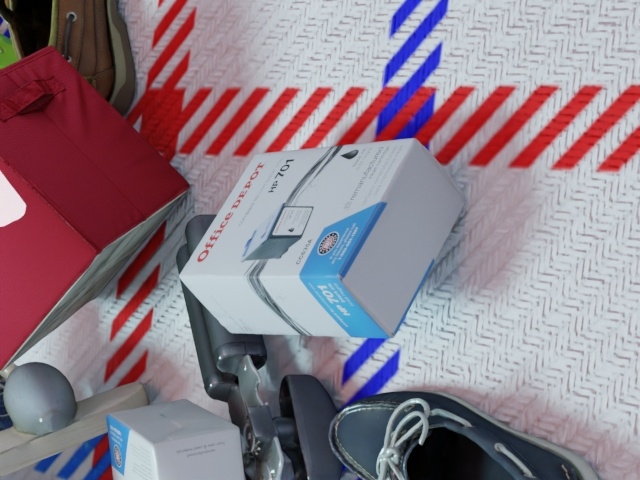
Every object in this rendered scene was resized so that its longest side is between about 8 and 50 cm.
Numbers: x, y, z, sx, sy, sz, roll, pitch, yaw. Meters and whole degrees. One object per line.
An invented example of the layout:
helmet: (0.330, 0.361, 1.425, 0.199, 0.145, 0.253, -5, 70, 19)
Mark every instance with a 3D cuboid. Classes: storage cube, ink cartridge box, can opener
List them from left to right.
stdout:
storage cube: (-0.273, -0.032, 1.458, 0.193, 0.183, 0.215, 45, 121, 1)
ink cartridge box: (-0.113, 0.261, 1.313, 0.134, 0.078, 0.231, -167, 70, -65)
can opener: (-0.052, 0.100, 1.344, 0.076, 0.095, 0.283, 113, 150, -44)
ink cartridge box: (0.000, 0.000, 1.248, 0.190, 0.082, 0.140, -1, 50, 46)

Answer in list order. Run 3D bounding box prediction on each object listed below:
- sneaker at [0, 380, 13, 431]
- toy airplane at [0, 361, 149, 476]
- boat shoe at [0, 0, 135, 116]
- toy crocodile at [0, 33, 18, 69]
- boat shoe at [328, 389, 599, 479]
sneaker: (-0.348, 0.175, 1.660, 0.135, 0.052, 0.058, 42, 123, 51)
toy airplane: (-0.400, 0.223, 1.431, 0.384, 0.386, 0.272, -28, 78, 33)
boat shoe: (-0.274, -0.260, 1.612, 0.111, 0.104, 0.307, -44, 53, 33)
toy crocodile: (-0.416, -0.223, 1.757, 0.115, 0.105, 0.340, -45, 53, 32)
boat shoe: (0.087, 0.167, 1.162, 0.254, 0.079, 0.095, 20, 98, 47)
